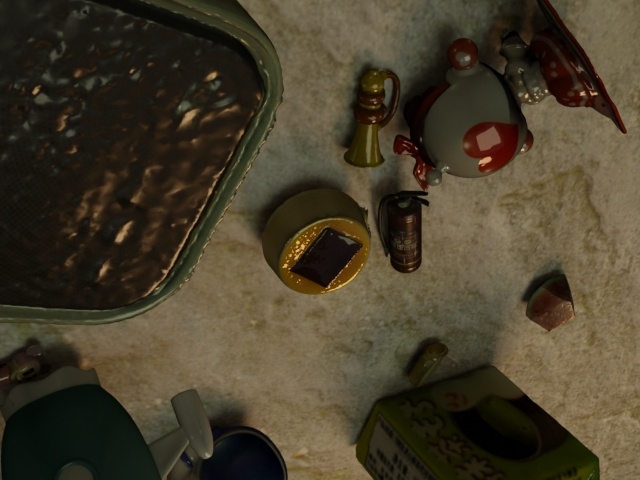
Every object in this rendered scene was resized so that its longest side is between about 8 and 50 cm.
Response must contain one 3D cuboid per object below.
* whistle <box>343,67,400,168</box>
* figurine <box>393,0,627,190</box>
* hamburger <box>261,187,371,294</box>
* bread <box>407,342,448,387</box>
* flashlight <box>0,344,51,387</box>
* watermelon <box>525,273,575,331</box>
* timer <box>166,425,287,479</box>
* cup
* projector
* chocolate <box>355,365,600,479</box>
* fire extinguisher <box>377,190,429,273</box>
[{"bbox_3d":[0.063,-0.135,0.868,0.057,0.046,0.109,0,123,-17],"label":"whistle"},{"bbox_3d":[0.188,-0.142,0.886,0.226,0.160,0.183,-34,151,18],"label":"figurine"},{"bbox_3d":[0.000,0.000,0.924,0.141,0.081,0.126,9,121,-26],"label":"hamburger"},{"bbox_3d":[0.168,0.196,1.264,0.049,0.033,0.088,-14,141,-45],"label":"bread"},{"bbox_3d":[-0.348,0.149,0.857,0.110,0.031,0.052,-22,138,-17],"label":"flashlight"},{"bbox_3d":[0.386,0.105,1.305,0.092,0.072,0.084,-9,150,-35],"label":"watermelon"},{"bbox_3d":[-0.209,0.393,1.059,0.383,0.270,0.270,-36,142,-24],"label":"timer"},{"bbox_3d":[-0.270,0.237,0.870,0.300,0.173,0.167,-22,159,-18],"label":"cup"},{"bbox_3d":[-0.205,-0.115,0.537,0.248,0.249,0.248,9,123,-40],"label":"projector"},{"bbox_3d":[0.252,0.351,1.278,0.289,0.301,0.137,-12,121,-26],"label":"chocolate"},{"bbox_3d":[0.104,-0.016,0.993,0.064,0.043,0.158,10,148,14],"label":"fire extinguisher"}]
